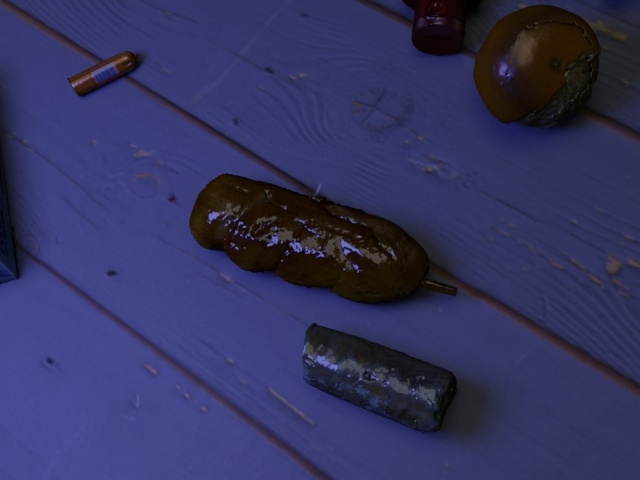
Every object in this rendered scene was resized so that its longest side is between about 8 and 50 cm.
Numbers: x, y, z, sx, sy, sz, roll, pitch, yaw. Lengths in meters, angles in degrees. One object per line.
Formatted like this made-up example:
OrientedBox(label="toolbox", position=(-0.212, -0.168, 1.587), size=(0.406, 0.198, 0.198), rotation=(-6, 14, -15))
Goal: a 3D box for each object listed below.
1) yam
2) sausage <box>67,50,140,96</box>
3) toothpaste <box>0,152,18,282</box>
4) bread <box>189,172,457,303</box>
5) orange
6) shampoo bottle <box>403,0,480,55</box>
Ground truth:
OrientedBox(label="yam", position=(0.061, 0.153, 0.918), size=(0.179, 0.078, 0.078), rotation=(18, 71, 15))
OrientedBox(label="sausage", position=(-0.304, -0.240, 1.170), size=(0.107, 0.031, 0.031), rotation=(-27, 66, -4))
OrientedBox(label="toothpaste", position=(-0.469, -0.091, 1.103), size=(0.071, 0.089, 0.313), rotation=(-16, 65, -3))
OrientedBox(label="bread", position=(0.001, 0.001, 0.989), size=(0.343, 0.084, 0.124), rotation=(18, 71, 15))
OrientedBox(label="orange", position=(0.266, -0.213, 1.019), size=(0.156, 0.134, 0.157), rotation=(-2, 106, -8))
OrientedBox(label="shampoo bottle", position=(0.173, -0.406, 1.138), size=(0.118, 0.076, 0.314), rotation=(6, 68, 8))
